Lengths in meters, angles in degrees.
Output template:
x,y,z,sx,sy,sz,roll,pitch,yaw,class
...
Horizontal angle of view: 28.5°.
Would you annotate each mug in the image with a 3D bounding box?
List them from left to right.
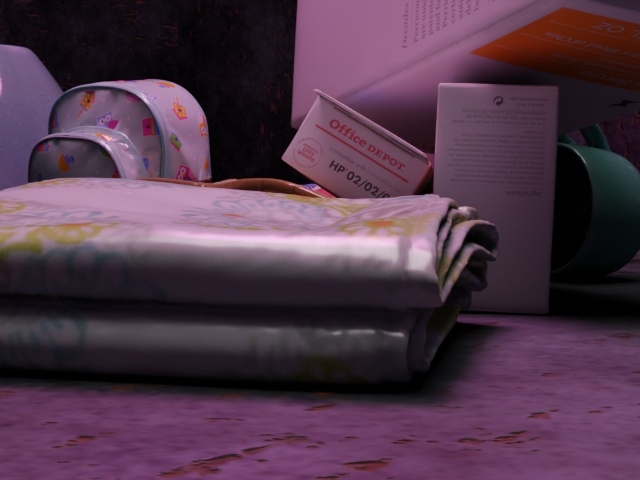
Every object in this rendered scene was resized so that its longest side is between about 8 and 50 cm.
x,y,z,sx,sy,sz,roll,pitch,yaw,class
0.268,-0.040,1.252,0.097,0.158,0.129,5,24,-31,mug

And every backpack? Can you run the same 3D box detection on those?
x,y,z,sx,sy,sz,roll,pitch,yaw,class
-0.185,-0.058,1.173,0.165,0.188,0.144,4,4,36,backpack

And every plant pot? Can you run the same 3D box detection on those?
x,y,z,sx,sy,sz,roll,pitch,yaw,class
-0.390,-0.117,1.407,0.290,0.195,0.290,1,3,0,plant pot

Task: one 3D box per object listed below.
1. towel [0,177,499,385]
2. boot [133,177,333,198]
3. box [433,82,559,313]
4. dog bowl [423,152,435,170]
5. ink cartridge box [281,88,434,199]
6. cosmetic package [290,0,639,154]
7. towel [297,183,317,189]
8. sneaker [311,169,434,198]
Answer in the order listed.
x,y,z,sx,sy,sz,roll,pitch,yaw,class
-0.089,0.012,0.772,0.374,0.090,0.320,1,5,12,towel
-0.018,0.002,1.047,0.262,0.095,0.203,7,1,33,boot
0.134,-0.035,0.989,0.091,0.171,0.130,3,3,6,box
0.134,-0.097,1.622,0.348,0.102,0.349,25,-8,4,dog bowl
0.033,-0.058,1.015,0.104,0.062,0.181,32,1,8,ink cartridge box
0.168,-0.197,1.086,0.230,0.162,0.453,8,-10,-24,cosmetic package
-0.111,-0.036,1.547,0.243,0.040,0.336,-16,-1,15,towel
0.065,-0.008,1.312,0.313,0.116,0.136,-6,8,43,sneaker
